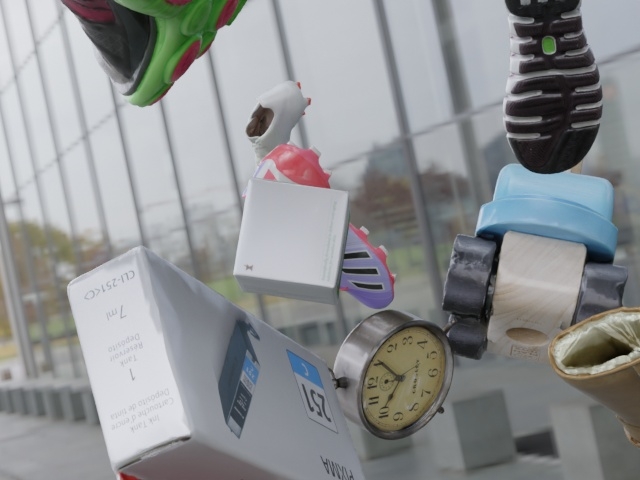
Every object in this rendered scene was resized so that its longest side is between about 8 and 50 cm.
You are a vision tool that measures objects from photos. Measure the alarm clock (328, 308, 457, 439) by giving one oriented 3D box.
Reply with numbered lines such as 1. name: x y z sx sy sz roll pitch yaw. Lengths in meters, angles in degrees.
1. alarm clock: 0.058 0.137 1.364 0.192 0.129 0.064 -5 18 -41

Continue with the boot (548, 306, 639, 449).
1. boot: 0.393 0.138 1.406 0.236 0.089 0.269 -26 -36 15

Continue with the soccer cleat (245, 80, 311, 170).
1. soccer cleat: -0.069 -0.133 1.752 0.076 0.068 0.196 -19 -33 -28

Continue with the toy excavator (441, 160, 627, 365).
1. toy excavator: 0.326 -0.022 1.881 0.222 0.445 0.433 12 -24 10

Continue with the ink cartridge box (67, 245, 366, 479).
1. ink cartridge box: -0.044 0.171 0.911 0.066 0.261 0.296 -26 -28 15

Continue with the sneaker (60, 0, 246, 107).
1. sneaker: -0.165 -0.258 1.123 0.185 0.202 0.483 -50 -3 -11

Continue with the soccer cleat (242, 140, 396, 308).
1. soccer cleat: 0.000 0.000 1.476 0.083 0.248 0.095 18 58 48

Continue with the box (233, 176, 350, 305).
1. box: -0.026 0.002 1.304 0.102 0.101 0.087 8 -13 6

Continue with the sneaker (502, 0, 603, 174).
1. sneaker: 0.252 -0.225 1.464 0.106 0.281 0.162 -1 34 9
